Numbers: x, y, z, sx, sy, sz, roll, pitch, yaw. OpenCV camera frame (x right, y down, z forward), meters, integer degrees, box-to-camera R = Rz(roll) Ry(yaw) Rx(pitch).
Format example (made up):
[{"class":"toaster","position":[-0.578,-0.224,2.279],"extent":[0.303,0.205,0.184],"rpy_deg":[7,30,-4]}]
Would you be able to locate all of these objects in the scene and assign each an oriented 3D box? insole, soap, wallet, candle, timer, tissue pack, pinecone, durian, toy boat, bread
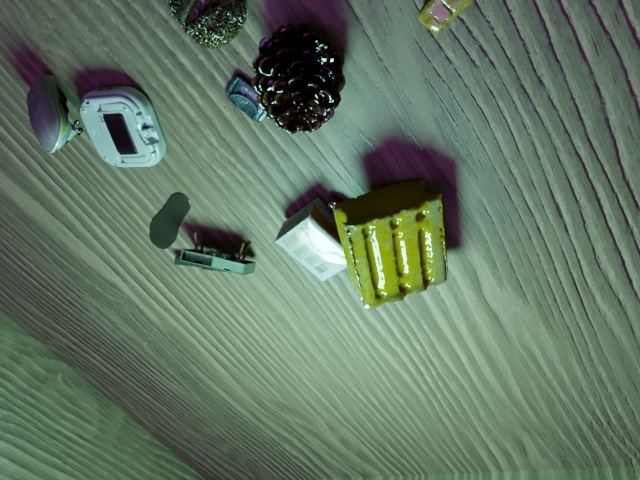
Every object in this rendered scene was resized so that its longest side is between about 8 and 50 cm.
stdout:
[{"class":"insole","position":[-0.563,-0.069,1.805],"extent":[0.111,0.007,0.328],"rpy_deg":[34,131,-11]},{"class":"soap","position":[0.215,0.012,1.435],"extent":[0.293,0.156,0.335],"rpy_deg":[-22,125,-6]},{"class":"wallet","position":[-0.205,-0.401,1.386],"extent":[0.129,0.026,0.088],"rpy_deg":[37,130,-12]},{"class":"candle","position":[0.092,-0.082,1.533],"extent":[0.162,0.048,0.053],"rpy_deg":[29,162,-8]},{"class":"timer","position":[-0.626,-0.351,1.536],"extent":[0.236,0.087,0.262],"rpy_deg":[2,128,17]},{"class":"tissue pack","position":[0.000,0.000,1.582],"extent":[0.225,0.124,0.185],"rpy_deg":[42,128,-18]},{"class":"pinecone","position":[-0.047,-0.382,1.181],"extent":[0.246,0.292,0.247],"rpy_deg":[-6,134,-6]},{"class":"durian","position":[-0.284,-0.566,1.209],"extent":[0.196,0.167,0.196],"rpy_deg":[28,135,31]},{"class":"toy boat","position":[-0.824,-0.382,1.508],"extent":[0.270,0.140,0.141],"rpy_deg":[56,133,16]},{"class":"bread","position":[0.284,-0.531,1.086],"extent":[0.074,0.053,0.132],"rpy_deg":[41,128,-16]}]

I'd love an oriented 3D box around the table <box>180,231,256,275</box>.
[{"class":"table","position":[-0.359,0.042,1.743],"extent":[0.239,0.121,0.111],"rpy_deg":[12,93,9]}]

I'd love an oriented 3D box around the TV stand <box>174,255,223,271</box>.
[{"class":"TV stand","position":[-0.433,0.089,1.856],"extent":[0.256,0.049,0.040],"rpy_deg":[5,92,17]}]
